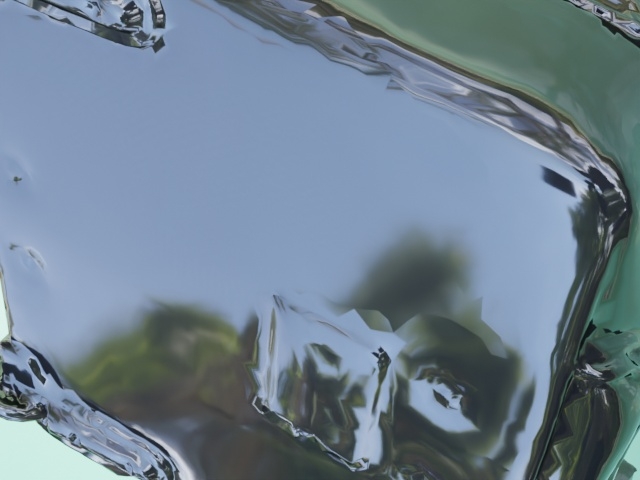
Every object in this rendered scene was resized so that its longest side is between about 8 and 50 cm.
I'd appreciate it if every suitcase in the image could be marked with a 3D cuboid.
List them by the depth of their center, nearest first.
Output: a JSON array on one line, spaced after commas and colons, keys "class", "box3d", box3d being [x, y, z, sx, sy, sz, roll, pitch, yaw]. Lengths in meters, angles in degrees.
[{"class": "suitcase", "box3d": [0.000, 0.000, 0.520, 0.339, 0.188, 0.345, 27, 137, 20]}]
